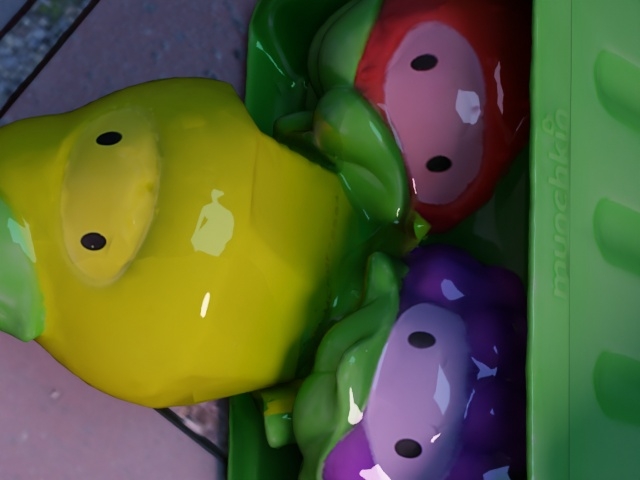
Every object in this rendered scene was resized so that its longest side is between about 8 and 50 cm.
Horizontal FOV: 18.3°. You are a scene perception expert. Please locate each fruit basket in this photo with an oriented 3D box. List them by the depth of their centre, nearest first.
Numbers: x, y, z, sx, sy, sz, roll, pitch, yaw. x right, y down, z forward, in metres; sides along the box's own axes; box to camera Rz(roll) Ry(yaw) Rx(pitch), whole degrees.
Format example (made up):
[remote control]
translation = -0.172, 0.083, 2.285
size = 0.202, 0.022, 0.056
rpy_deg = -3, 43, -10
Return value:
[fruit basket]
translation = 0.000, 0.000, 1.032
size = 0.392, 0.283, 0.392
rpy_deg = 11, 72, -36
